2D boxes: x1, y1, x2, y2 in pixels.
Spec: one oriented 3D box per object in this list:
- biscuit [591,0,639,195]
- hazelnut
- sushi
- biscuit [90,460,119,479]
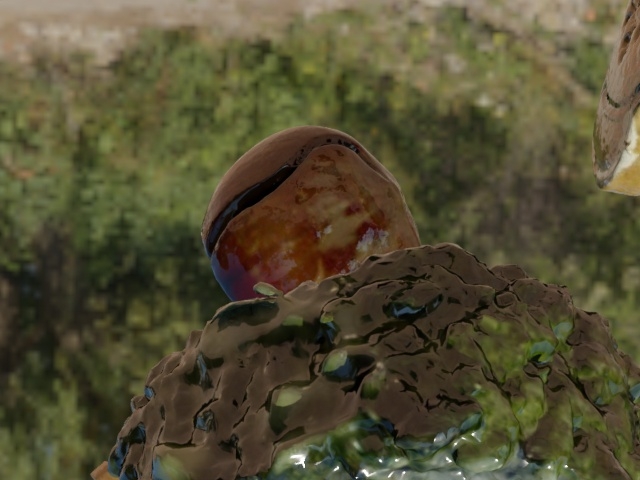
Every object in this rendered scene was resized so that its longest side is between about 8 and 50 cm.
[{"bbox_3d":[0.310,-0.198,1.540,0.057,0.343,0.287,17,-166,-4],"label":"biscuit"},{"bbox_3d":[0.000,0.000,1.780,0.218,0.234,0.218,-36,-173,5],"label":"hazelnut"},{"bbox_3d":[0.032,0.155,1.117,0.352,0.178,0.294,-28,134,29],"label":"sushi"},{"bbox_3d":[-0.139,0.302,1.692,0.236,0.040,0.144,38,170,40],"label":"biscuit"}]
